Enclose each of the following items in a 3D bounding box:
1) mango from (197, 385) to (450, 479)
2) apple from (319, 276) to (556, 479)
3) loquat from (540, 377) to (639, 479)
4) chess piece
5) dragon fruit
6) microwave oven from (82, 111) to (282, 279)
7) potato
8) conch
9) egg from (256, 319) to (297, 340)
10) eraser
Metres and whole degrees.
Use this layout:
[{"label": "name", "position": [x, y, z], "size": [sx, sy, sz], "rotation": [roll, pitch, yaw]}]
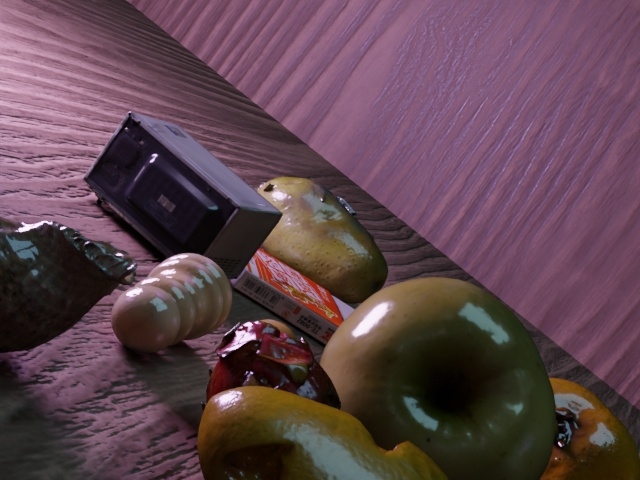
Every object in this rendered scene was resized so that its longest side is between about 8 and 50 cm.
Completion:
[{"label": "mango", "position": [0.013, 0.216, 1.084], "size": [0.262, 0.130, 0.167], "rotation": [32, 36, -13]}, {"label": "apple", "position": [0.110, 0.174, 1.339], "size": [0.262, 0.262, 0.262], "rotation": [36, 10, -7]}, {"label": "loquat", "position": [0.289, 0.273, 1.615], "size": [0.208, 0.208, 0.208], "rotation": [36, 10, -7]}, {"label": "chess piece", "position": [-0.163, 0.071, 1.347], "size": [0.094, 0.094, 0.170], "rotation": [38, 18, 7]}, {"label": "dragon fruit", "position": [-0.015, 0.187, 1.204], "size": [0.246, 0.125, 0.125], "rotation": [49, 1, -2]}, {"label": "microwave oven", "position": [-0.181, -0.051, 1.694], "size": [0.205, 0.129, 0.163], "rotation": [40, 12, 19]}, {"label": "potato", "position": [0.000, 0.000, 2.047], "size": [0.248, 0.143, 0.169], "rotation": [41, 21, 20]}, {"label": "conch", "position": [-0.246, 0.025, 1.065], "size": [0.155, 0.207, 0.130], "rotation": [-56, 137, -86]}, {"label": "egg", "position": [-0.063, 0.125, 1.457], "size": [0.071, 0.071, 0.083], "rotation": [41, 17, 24]}, {"label": "eraser", "position": [-0.031, 0.084, 1.854], "size": [0.230, 0.038, 0.157], "rotation": [33, 10, -19]}]
